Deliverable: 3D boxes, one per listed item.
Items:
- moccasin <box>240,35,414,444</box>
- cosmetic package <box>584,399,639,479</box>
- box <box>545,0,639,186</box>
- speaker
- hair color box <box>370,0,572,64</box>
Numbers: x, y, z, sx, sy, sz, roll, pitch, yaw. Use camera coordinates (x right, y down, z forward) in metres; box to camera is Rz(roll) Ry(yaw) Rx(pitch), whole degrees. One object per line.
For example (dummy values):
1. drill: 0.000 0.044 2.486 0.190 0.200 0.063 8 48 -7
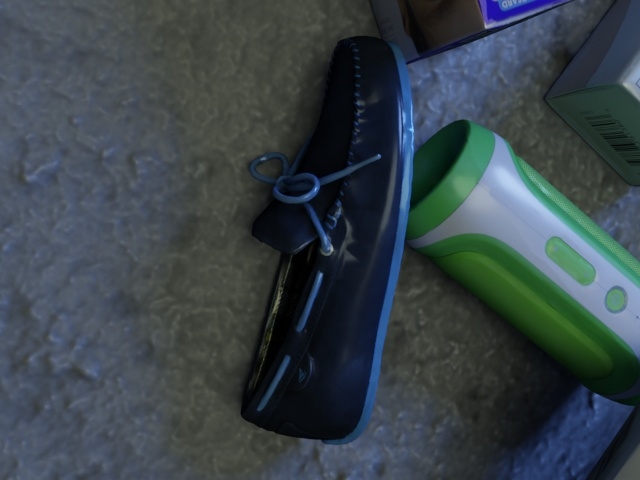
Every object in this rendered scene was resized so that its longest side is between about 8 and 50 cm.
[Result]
1. moccasin: 0.000 0.000 0.678 0.116 0.137 0.342 6 90 -13
2. cosmetic package: 0.390 0.262 0.630 0.365 0.155 0.197 30 121 19
3. box: 0.376 -0.213 0.792 0.148 0.121 0.311 41 81 -15
4. speaker: 0.202 0.025 0.745 0.296 0.131 0.131 37 82 -16
5. hair color box: 0.079 -0.326 0.661 0.110 0.185 0.339 -23 99 -15
